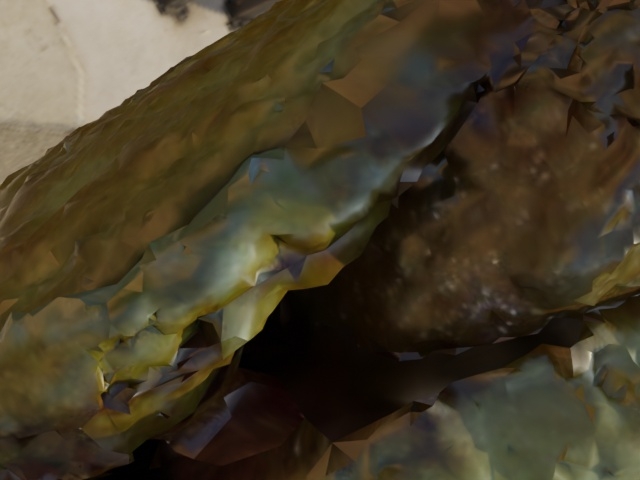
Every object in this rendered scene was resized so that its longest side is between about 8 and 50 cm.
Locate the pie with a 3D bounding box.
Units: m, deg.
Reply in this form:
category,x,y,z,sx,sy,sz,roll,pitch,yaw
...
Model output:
category,x,y,z,sx,sy,sz,roll,pitch,yaw
pie,-0.012,0.000,0.530,0.395,0.418,0.180,-32,105,7
